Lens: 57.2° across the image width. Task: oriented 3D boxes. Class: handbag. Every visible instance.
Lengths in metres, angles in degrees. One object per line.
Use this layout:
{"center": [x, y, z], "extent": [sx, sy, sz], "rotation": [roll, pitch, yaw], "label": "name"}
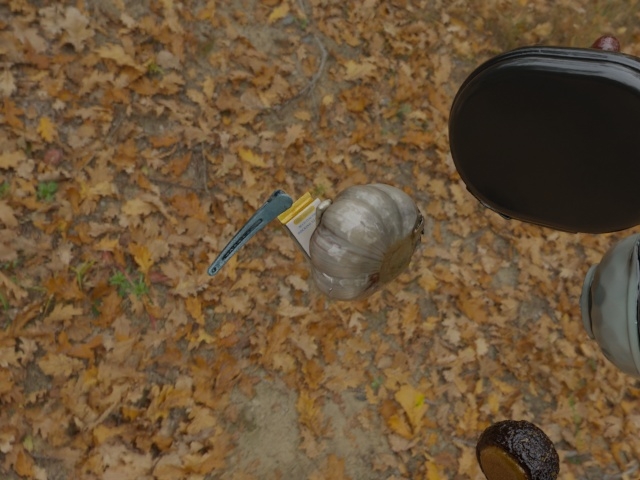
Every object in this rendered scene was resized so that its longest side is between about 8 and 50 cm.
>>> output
{"center": [0.318, -0.129, 0.776], "extent": [0.308, 0.253, 0.093], "rotation": [17, 41, 30], "label": "handbag"}

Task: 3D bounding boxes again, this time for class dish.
{"center": [0.546, 0.109, 1.036], "extent": [0.303, 0.120, 0.303], "rotation": [1, 88, -44], "label": "dish"}

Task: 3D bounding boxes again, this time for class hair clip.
{"center": [-0.177, -0.015, 1.443], "extent": [0.275, 0.083, 0.048], "rotation": [-47, 114, 0], "label": "hair clip"}

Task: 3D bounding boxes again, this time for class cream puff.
{"center": [0.563, 0.619, 1.663], "extent": [0.165, 0.239, 0.239], "rotation": [-22, 69, -31], "label": "cream puff"}

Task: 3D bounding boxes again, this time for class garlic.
{"center": [0.100, 0.009, 1.421], "extent": [0.322, 0.241, 0.322], "rotation": [-8, 104, -36], "label": "garlic"}

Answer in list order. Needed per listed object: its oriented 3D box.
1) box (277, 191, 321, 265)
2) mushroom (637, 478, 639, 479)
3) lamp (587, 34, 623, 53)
{"center": [0.000, 0.000, 1.591], "extent": [0.129, 0.033, 0.247], "rotation": [-42, 104, -23], "label": "box"}
{"center": [0.724, 0.659, 1.352], "extent": [0.227, 0.148, 0.217], "rotation": [2, 81, -11], "label": "mushroom"}
{"center": [0.752, -0.492, 1.558], "extent": [0.090, 0.101, 0.101], "rotation": [19, 48, 23], "label": "lamp"}
